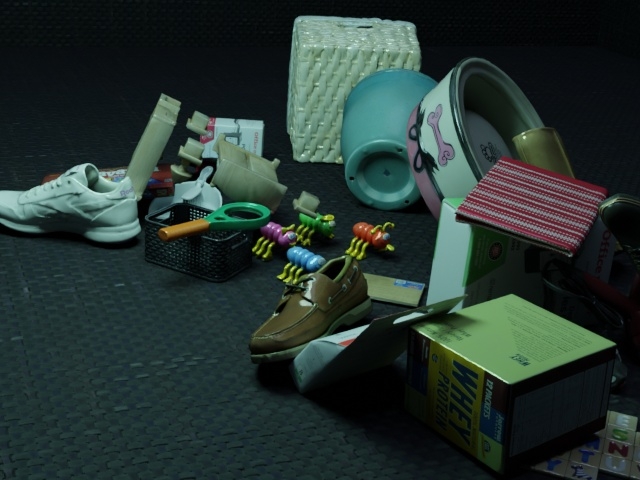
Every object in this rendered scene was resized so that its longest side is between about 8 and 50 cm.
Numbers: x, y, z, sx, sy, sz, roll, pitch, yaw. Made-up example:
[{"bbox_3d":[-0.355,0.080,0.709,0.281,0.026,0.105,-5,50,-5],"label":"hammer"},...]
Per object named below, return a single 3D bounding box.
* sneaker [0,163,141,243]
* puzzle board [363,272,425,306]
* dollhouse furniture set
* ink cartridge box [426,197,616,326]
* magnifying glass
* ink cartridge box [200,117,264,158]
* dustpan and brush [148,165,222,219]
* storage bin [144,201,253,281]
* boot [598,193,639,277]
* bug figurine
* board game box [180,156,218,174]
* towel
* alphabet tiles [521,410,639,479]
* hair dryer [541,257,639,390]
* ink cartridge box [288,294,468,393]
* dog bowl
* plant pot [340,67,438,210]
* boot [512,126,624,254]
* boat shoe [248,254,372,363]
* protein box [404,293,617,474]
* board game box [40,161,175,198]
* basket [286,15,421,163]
[{"bbox_3d":[-0.490,-0.084,1.857,0.305,0.152,0.114,6,24,7],"label":"sneaker"},{"bbox_3d":[0.118,0.089,1.742,0.128,0.011,0.096,10,22,11],"label":"puzzle board"},{"bbox_3d":[-0.205,-0.118,1.965,0.355,0.174,0.303,25,16,-14],"label":"dollhouse furniture set"},{"bbox_3d":[0.344,0.038,1.645,0.289,0.211,0.121,-4,24,-21],"label":"ink cartridge box"},{"bbox_3d":[-0.187,-0.031,1.739,0.231,0.026,0.092,-14,29,-42],"label":"magnifying glass"},{"bbox_3d":[-0.212,-0.232,2.328,0.150,0.109,0.063,3,21,-4],"label":"ink cartridge box"},{"bbox_3d":[-0.265,-0.103,2.067,0.147,0.060,0.211,8,22,8],"label":"dustpan and brush"},{"bbox_3d":[-0.224,0.001,1.792,0.180,0.084,0.122,15,24,25],"label":"storage bin"},{"bbox_3d":[0.515,0.026,1.531,0.198,0.077,0.137,36,39,-30],"label":"boot"},{"bbox_3d":[0.000,0.000,1.855,0.216,0.072,0.279,22,28,36],"label":"bug figurine"},{"bbox_3d":[-0.238,-0.157,2.205,0.168,0.033,0.133,1,-10,37],"label":"board game box"},{"bbox_3d":[0.347,-0.058,1.568,0.199,0.031,0.275,20,30,19],"label":"towel"},{"bbox_3d":[0.350,0.274,1.339,0.237,0.009,0.198,12,23,18],"label":"alphabet tiles"},{"bbox_3d":[0.492,0.099,1.568,0.080,0.224,0.293,-33,-11,40],"label":"hair dryer"},{"bbox_3d":[0.078,0.130,1.381,0.181,0.225,0.056,-12,63,-36],"label":"ink cartridge box"},{"bbox_3d":[0.327,-0.149,1.919,0.150,0.408,0.408,-26,3,35],"label":"dog bowl"},{"bbox_3d":[0.162,-0.207,2.183,0.271,0.272,0.255,8,38,8],"label":"plant pot"},{"bbox_3d":[0.496,-0.087,1.892,0.089,0.269,0.236,-28,-15,34],"label":"boot"},{"bbox_3d":[-0.025,0.103,1.520,0.110,0.104,0.307,-7,10,28],"label":"boat shoe"},{"bbox_3d":[0.256,0.189,1.334,0.201,0.136,0.200,-13,25,-33],"label":"protein box"},{"bbox_3d":[-0.448,-0.118,2.052,0.281,0.027,0.145,-6,24,-4],"label":"board game box"},{"bbox_3d":[0.085,-0.382,2.473,0.328,0.331,0.266,2,24,-5],"label":"basket"}]
